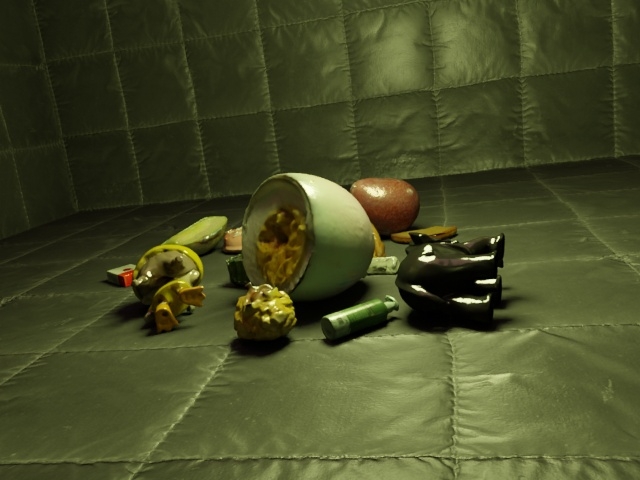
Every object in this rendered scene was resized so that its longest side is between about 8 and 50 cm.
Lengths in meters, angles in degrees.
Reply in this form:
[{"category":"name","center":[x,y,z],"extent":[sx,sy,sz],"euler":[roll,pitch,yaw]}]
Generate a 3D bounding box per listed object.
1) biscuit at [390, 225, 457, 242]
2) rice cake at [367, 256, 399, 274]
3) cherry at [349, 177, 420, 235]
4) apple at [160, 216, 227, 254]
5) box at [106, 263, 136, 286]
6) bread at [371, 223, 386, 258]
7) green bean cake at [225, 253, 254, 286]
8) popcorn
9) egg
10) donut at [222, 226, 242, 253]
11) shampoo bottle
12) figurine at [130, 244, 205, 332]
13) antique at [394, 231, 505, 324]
[{"category":"biscuit","center":[0.373,-0.020,2.238],"extent":[0.229,0.031,0.176],"euler":[-1,13,33]},{"category":"rice cake","center":[0.117,0.081,1.906],"extent":[0.256,0.052,0.057],"euler":[-3,43,20]},{"category":"cherry","center":[0.236,-0.134,2.316],"extent":[0.308,0.221,0.261],"euler":[23,-26,-36]},{"category":"apple","center":[-0.476,-0.004,2.442],"extent":[0.193,0.120,0.265],"euler":[2,29,42]},{"category":"box","center":[-0.690,0.125,2.191],"extent":[0.100,0.048,0.152],"euler":[-21,20,-38]},{"category":"bread","center":[0.133,-0.005,2.083],"extent":[0.129,0.134,0.260],"euler":[-11,13,-12]},{"category":"green bean cake","center":[-0.185,0.087,1.951],"extent":[0.181,0.094,0.173],"euler":[1,15,36]},{"category":"popcorn","center":[-0.135,0.177,1.458],"extent":[0.167,0.152,0.148],"euler":[-9,28,42]},{"category":"egg","center":[0.000,0.000,1.718],"extent":[0.340,0.354,0.355],"euler":[6,2,-40]},{"category":"donut","center":[-0.298,-0.010,2.461],"extent":[0.199,0.085,0.233],"euler":[-3,12,23]},{"category":"shampoo bottle","center":[0.100,0.179,1.454],"extent":[0.205,0.065,0.065],"euler":[-15,15,-30]},{"category":"figurine","center":[-0.428,0.129,1.755],"extent":[0.215,0.187,0.344],"euler":[-24,24,-14]},{"category":"antique","center":[0.317,0.077,1.513],"extent":[0.255,0.185,0.322],"euler":[0,19,26]}]
